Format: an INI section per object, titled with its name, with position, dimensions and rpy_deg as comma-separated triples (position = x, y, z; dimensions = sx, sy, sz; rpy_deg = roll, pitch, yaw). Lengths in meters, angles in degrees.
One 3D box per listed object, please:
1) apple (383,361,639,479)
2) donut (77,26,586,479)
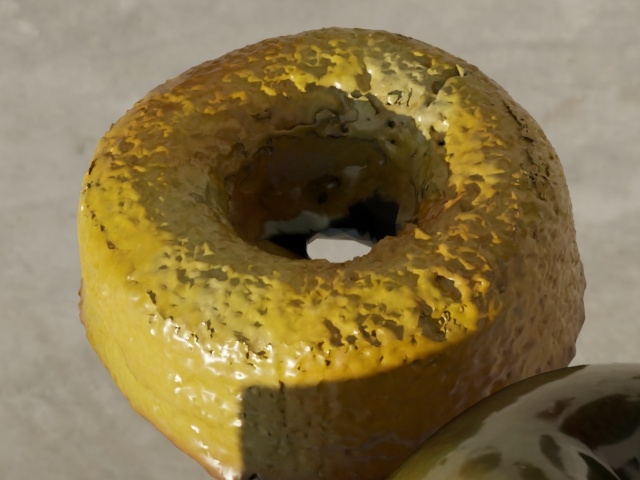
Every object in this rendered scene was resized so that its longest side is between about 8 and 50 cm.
[apple]
position = 0.111, 0.176, 0.563
dimensions = 0.257, 0.257, 0.234
rpy_deg = 9, 123, -1
[donut]
position = 0.001, 0.002, 0.750
dimensions = 0.253, 0.253, 0.118
rpy_deg = 1, 135, 15
